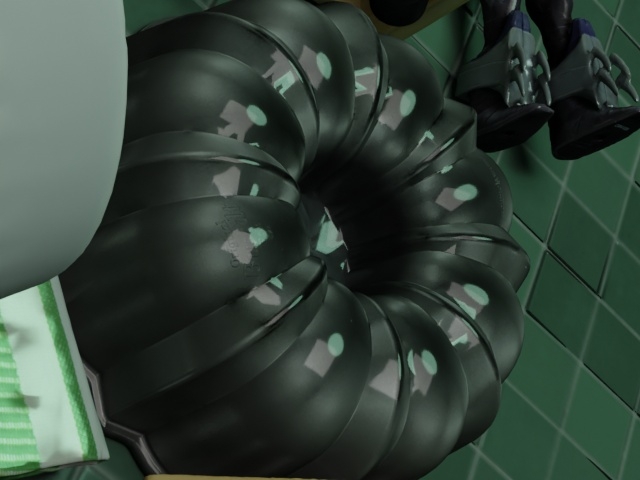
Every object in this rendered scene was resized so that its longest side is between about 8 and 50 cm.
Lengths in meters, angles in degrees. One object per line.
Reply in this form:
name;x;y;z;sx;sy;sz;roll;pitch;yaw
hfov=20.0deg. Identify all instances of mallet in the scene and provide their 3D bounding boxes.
mallet;-0.024;-0.165;1.101;0.062;0.190;0.039;79;18;-62

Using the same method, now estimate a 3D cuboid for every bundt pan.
bundt pan;0.000;0.000;1.048;0.331;0.124;0.331;21;58;-38

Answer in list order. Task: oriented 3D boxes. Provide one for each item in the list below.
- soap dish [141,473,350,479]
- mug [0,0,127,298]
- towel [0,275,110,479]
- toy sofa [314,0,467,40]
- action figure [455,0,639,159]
soap dish;0.018;0.245;0.955;0.291;0.118;0.229;9;66;-42
mug;-0.276;-0.108;0.628;0.328;0.276;0.374;-20;129;-36
towel;-0.263;0.019;0.848;0.325;0.038;0.248;-5;74;-44
toy sofa;-0.046;-0.279;1.112;0.362;0.150;0.177;27;51;-33
action figure;0.148;-0.199;1.306;0.185;0.099;0.285;8;62;-33
